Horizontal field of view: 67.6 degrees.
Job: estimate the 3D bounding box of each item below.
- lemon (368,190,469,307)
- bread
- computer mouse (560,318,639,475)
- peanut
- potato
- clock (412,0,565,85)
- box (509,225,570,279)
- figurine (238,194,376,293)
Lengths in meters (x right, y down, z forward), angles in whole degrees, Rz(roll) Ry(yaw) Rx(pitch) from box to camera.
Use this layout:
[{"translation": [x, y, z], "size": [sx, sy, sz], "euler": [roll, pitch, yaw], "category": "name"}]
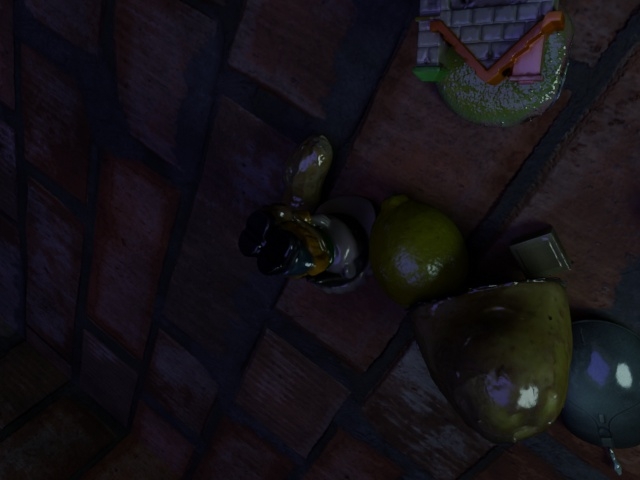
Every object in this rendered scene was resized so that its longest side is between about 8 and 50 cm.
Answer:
[{"translation": [0.183, 0.024, 0.913], "size": [0.184, 0.184, 0.248], "euler": [-16, 109, 36], "category": "lemon"}, {"translation": [0.289, -0.295, 0.778], "size": [0.228, 0.033, 0.228], "euler": [13, 119, 26], "category": "bread"}, {"translation": [0.541, 0.319, 0.911], "size": [0.167, 0.090, 0.379], "euler": [-9, 111, 36], "category": "computer mouse"}, {"translation": [-0.033, -0.130, 1.030], "size": [0.099, 0.099, 0.214], "euler": [26, 132, 18], "category": "peanut"}, {"translation": [0.302, 0.219, 0.825], "size": [0.301, 0.289, 0.237], "euler": [-21, 64, 32], "category": "potato"}, {"translation": [0.254, -0.358, 0.691], "size": [0.220, 0.106, 0.255], "euler": [10, 108, 28], "category": "clock"}, {"translation": [0.402, 0.027, 0.874], "size": [0.079, 0.035, 0.083], "euler": [-23, 101, 38], "category": "box"}, {"translation": [-0.018, 0.024, 0.948], "size": [0.185, 0.332, 0.204], "euler": [42, 125, 28], "category": "figurine"}]
